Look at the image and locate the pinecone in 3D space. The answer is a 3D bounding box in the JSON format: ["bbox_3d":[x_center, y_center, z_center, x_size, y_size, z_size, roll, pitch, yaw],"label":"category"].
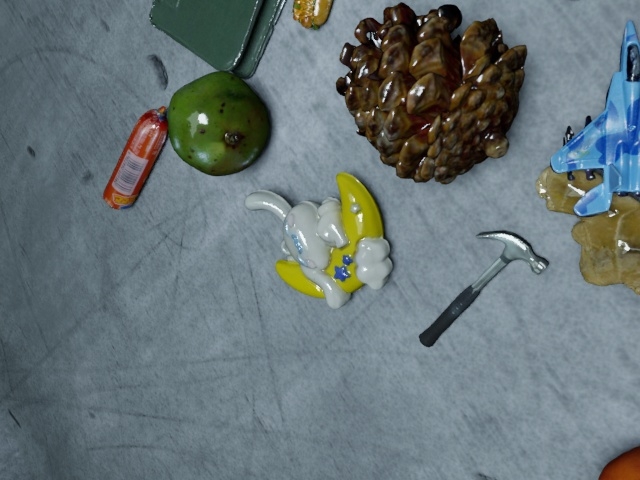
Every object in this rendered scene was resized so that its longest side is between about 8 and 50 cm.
[{"bbox_3d":[0.148,-0.195,0.640,0.272,0.224,0.224,46,121,35],"label":"pinecone"}]

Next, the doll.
[{"bbox_3d":[0.000,0.000,0.830,0.237,0.111,0.252,-18,99,34],"label":"doll"}]

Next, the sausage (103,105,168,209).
[{"bbox_3d":[-0.410,-0.189,1.065,0.074,0.074,0.274,47,120,15],"label":"sausage"}]

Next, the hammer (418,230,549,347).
[{"bbox_3d":[0.233,0.084,0.754,0.103,0.029,0.246,46,121,15],"label":"hammer"}]

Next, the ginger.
[{"bbox_3d":[0.430,0.005,0.589,0.334,0.081,0.147,19,89,25],"label":"ginger"}]

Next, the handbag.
[{"bbox_3d":[-0.188,-0.463,0.867,0.260,0.079,0.247,39,118,20],"label":"handbag"}]

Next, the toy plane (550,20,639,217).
[{"bbox_3d":[0.371,-0.148,0.574,0.169,0.078,0.246,2,73,19],"label":"toy plane"}]

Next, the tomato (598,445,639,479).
[{"bbox_3d":[0.475,0.366,0.573,0.260,0.180,0.259,9,107,32],"label":"tomato"}]

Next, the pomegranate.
[{"bbox_3d":[-0.197,-0.224,0.879,0.225,0.187,0.187,53,127,47],"label":"pomegranate"}]

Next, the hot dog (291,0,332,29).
[{"bbox_3d":[-0.011,-0.446,0.774,0.072,0.055,0.188,13,108,31],"label":"hot dog"}]
